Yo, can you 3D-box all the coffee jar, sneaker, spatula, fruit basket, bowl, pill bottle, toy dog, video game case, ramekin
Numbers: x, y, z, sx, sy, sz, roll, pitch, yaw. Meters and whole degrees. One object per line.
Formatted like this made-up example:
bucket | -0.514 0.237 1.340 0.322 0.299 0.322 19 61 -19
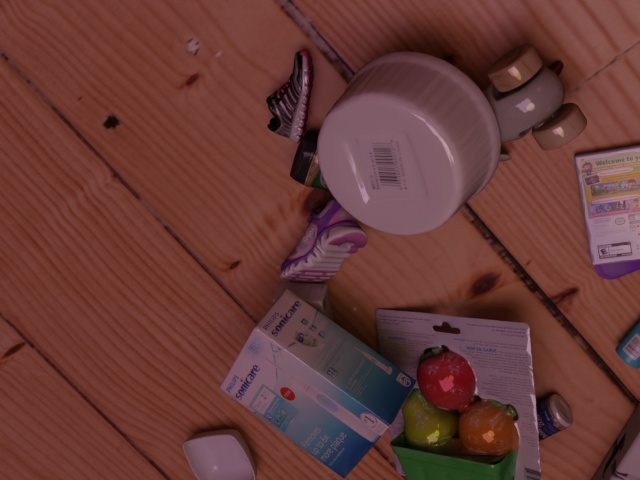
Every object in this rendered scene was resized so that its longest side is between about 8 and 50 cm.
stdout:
coffee jar | 0.042 -0.121 1.754 0.184 0.079 0.096 23 122 3
sneaker | -0.056 -0.250 1.723 0.074 0.063 0.170 12 125 3
spatula | 0.605 -0.001 1.679 0.296 0.030 0.084 -15 113 23
fruit basket | 0.261 0.303 1.866 0.327 0.165 0.353 2 101 38
bowl | -0.210 0.465 2.157 0.142 0.053 0.142 -13 112 22
sneaker | 0.000 0.000 1.832 0.095 0.105 0.236 4 151 -32
pill bottle | 0.412 0.346 1.899 0.120 0.067 0.067 -35 103 29
toy dog | 0.274 -0.212 1.622 0.333 0.161 0.220 -1 121 34
video game case | 0.541 -0.065 1.649 0.212 0.023 0.193 -8 104 21
ramekin | 0.129 -0.141 1.561 0.277 0.135 0.277 17 130 22

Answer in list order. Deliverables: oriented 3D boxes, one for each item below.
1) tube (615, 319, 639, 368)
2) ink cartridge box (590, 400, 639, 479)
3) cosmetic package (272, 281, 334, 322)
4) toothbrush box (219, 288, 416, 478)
tube | 0.602 0.136 1.746 0.080 0.052 0.207 32 116 -7
ink cartridge box | 0.632 0.455 1.865 0.197 0.114 0.273 22 122 5
cosmetic package | -0.022 0.190 1.932 0.098 0.060 0.239 1 127 14
toothbrush box | -0.009 0.265 1.838 0.295 0.126 0.216 37 135 4
